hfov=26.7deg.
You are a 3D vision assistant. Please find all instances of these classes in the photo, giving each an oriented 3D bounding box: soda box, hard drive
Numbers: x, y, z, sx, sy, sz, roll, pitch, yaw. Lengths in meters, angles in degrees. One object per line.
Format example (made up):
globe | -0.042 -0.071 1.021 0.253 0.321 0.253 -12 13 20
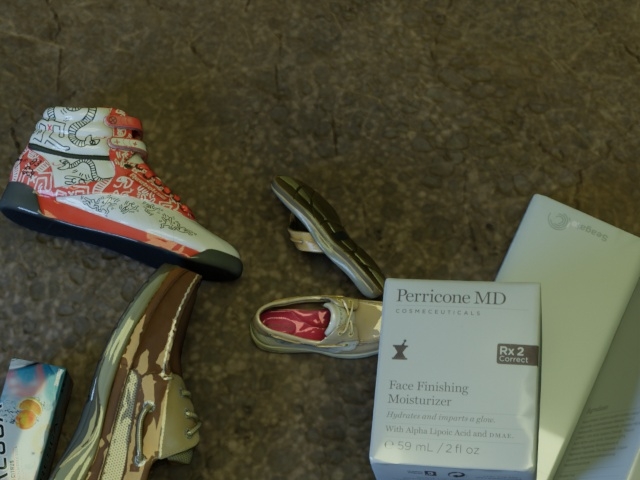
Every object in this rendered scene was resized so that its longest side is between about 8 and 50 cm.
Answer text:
soda box | -0.299 0.214 1.341 0.058 0.063 0.183 10 69 2
hard drive | 0.256 0.124 1.404 0.203 0.040 0.308 24 71 7

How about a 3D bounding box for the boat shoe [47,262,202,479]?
boat shoe | -0.178 0.186 1.336 0.119 0.122 0.324 22 78 1

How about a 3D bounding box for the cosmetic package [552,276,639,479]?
cosmetic package | 0.382 0.177 1.301 0.217 0.156 0.385 30 72 -10

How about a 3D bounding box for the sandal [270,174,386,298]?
sandal | 0.000 0.000 1.435 0.049 0.072 0.180 -46 71 20

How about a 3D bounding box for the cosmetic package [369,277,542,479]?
cosmetic package | 0.134 0.148 1.287 0.151 0.151 0.184 1 66 9

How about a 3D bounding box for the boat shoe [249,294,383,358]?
boat shoe | 0.011 0.087 1.400 0.170 0.059 0.063 -4 69 -3

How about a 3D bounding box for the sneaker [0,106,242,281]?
sneaker | -0.193 -0.058 1.433 0.270 0.090 0.145 16 72 7
